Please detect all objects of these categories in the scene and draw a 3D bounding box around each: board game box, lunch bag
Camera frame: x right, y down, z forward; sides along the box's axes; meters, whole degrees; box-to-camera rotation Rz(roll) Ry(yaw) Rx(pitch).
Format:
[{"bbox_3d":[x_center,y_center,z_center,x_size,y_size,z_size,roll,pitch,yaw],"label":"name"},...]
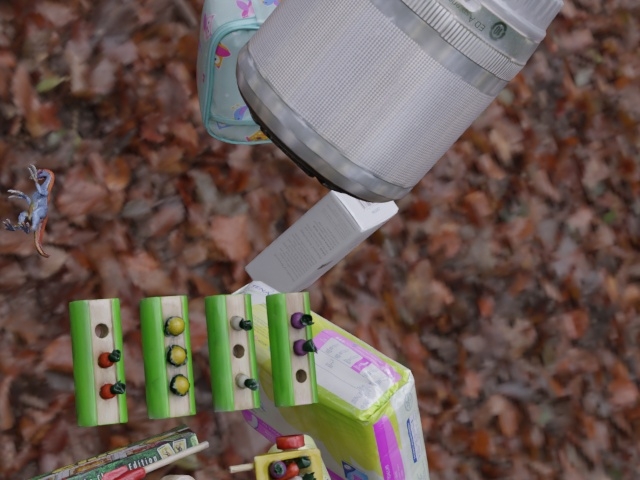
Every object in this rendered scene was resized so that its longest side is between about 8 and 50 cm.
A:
[{"bbox_3d":[-0.283,0.291,1.537,0.259,0.136,0.030,-18,88,-12],"label":"board game box"},{"bbox_3d":[-0.018,-0.222,1.575,0.279,0.224,0.108,-1,49,-13],"label":"lunch bag"}]

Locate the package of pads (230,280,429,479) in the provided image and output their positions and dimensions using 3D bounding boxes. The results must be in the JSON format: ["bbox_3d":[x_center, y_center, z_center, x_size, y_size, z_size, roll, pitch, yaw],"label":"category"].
[{"bbox_3d":[-0.002,0.201,1.563,0.101,0.296,0.229,-40,138,-27],"label":"package of pads"}]

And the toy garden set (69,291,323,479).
[{"bbox_3d":[-0.095,0.149,1.092,0.244,0.049,0.204,-1,83,-35],"label":"toy garden set"}]

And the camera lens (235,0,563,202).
[{"bbox_3d":[0.069,-0.190,1.181,0.219,0.274,0.219,37,20,-16],"label":"camera lens"}]

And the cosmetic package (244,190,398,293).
[{"bbox_3d":[0.000,0.000,1.893,0.085,0.231,0.117,53,38,7],"label":"cosmetic package"}]

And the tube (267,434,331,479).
[{"bbox_3d":[0.008,0.325,1.337,0.070,0.062,0.240,6,42,-39],"label":"tube"}]

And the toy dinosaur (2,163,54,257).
[{"bbox_3d":[-0.307,-0.039,1.318,0.090,0.047,0.082,61,42,-25],"label":"toy dinosaur"}]
